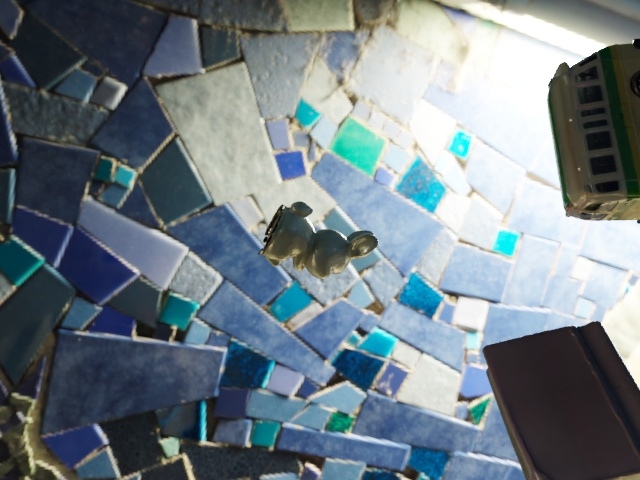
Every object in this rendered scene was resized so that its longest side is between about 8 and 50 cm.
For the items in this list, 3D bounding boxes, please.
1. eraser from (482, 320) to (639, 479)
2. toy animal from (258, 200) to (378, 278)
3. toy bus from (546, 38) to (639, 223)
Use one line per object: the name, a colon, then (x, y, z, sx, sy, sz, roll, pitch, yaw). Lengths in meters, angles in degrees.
eraser: (0.513, 0.352, 1.290, 0.272, 0.122, 0.359, -13, 39, 6)
toy animal: (-0.003, 0.006, 0.748, 0.124, 0.085, 0.071, 27, 7, -8)
toy bus: (0.507, -0.189, 1.125, 0.178, 0.306, 0.143, -3, -17, 6)
